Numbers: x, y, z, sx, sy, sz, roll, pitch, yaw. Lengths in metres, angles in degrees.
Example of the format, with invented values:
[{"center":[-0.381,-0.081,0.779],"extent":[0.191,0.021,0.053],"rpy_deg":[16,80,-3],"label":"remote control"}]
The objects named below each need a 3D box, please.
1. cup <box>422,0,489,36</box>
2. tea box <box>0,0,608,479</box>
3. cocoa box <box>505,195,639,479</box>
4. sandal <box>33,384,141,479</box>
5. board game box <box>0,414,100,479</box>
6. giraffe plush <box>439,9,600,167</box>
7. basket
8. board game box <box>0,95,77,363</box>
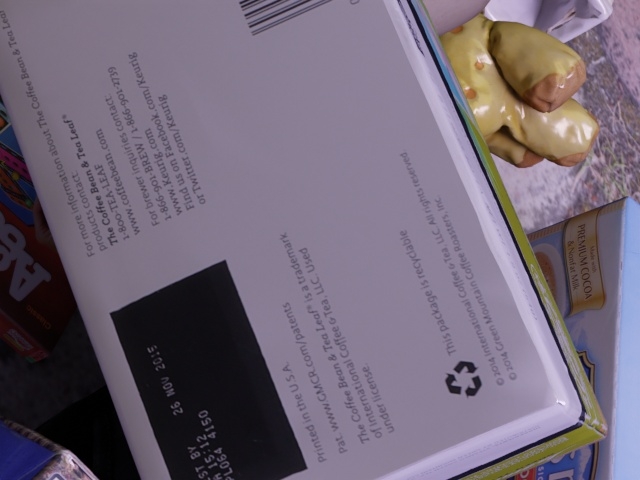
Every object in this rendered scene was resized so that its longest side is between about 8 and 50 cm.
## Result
[{"center":[-0.063,-0.246,1.190],"extent":[0.237,0.331,0.331],"rpy_deg":[-34,98,-24],"label":"cup"},{"center":[0.000,0.000,0.974],"extent":[0.323,0.220,0.329],"rpy_deg":[34,33,-75],"label":"tea box"},{"center":[0.215,0.187,1.305],"extent":[0.231,0.228,0.347],"rpy_deg":[33,51,-32],"label":"cocoa box"},{"center":[-0.096,0.151,1.085],"extent":[0.167,0.107,0.446],"rpy_deg":[53,43,-14],"label":"sandal"},{"center":[-0.140,0.280,0.881],"extent":[0.232,0.141,0.291],"rpy_deg":[-46,109,-16],"label":"board game box"},{"center":[0.113,-0.107,1.407],"extent":[0.170,0.181,0.210],"rpy_deg":[-50,122,-24],"label":"giraffe plush"},{"center":[0.206,-0.282,1.606],"extent":[0.167,0.113,0.103],"rpy_deg":[52,41,-17],"label":"basket"},{"center":[-0.254,-0.061,1.079],"extent":[0.281,0.027,0.145],"rpy_deg":[45,46,-23],"label":"board game box"}]
